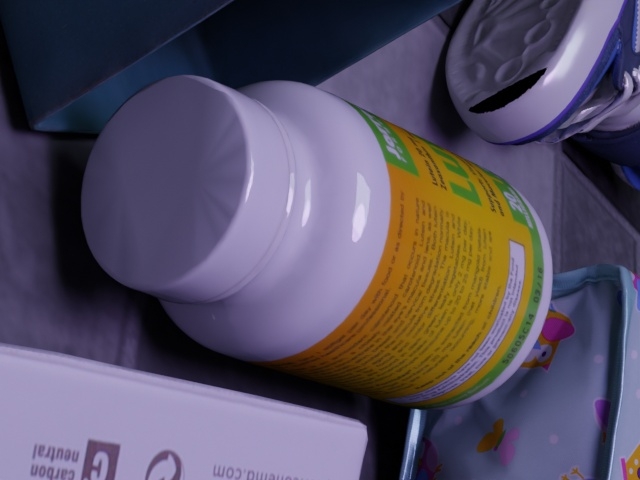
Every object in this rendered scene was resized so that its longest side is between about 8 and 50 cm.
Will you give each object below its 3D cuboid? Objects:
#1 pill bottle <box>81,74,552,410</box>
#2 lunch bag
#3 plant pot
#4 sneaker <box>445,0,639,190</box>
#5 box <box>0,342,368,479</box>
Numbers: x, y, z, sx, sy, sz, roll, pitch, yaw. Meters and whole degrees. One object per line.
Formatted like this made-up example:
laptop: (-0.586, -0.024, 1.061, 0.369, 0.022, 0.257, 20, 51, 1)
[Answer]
pill bottle: (0.000, 0.000, 0.978, 0.245, 0.136, 0.136, 21, 56, -52)
lunch bag: (0.151, 0.167, 1.109, 0.223, 0.160, 0.262, 32, 59, -51)
plant pot: (-0.073, -0.191, 0.960, 0.165, 0.165, 0.234, -4, 68, -58)
sneaker: (0.210, -0.103, 1.373, 0.236, 0.130, 0.323, 51, 30, -22)
box: (-0.148, 0.186, 0.459, 0.168, 0.215, 0.345, 18, 80, -52)
